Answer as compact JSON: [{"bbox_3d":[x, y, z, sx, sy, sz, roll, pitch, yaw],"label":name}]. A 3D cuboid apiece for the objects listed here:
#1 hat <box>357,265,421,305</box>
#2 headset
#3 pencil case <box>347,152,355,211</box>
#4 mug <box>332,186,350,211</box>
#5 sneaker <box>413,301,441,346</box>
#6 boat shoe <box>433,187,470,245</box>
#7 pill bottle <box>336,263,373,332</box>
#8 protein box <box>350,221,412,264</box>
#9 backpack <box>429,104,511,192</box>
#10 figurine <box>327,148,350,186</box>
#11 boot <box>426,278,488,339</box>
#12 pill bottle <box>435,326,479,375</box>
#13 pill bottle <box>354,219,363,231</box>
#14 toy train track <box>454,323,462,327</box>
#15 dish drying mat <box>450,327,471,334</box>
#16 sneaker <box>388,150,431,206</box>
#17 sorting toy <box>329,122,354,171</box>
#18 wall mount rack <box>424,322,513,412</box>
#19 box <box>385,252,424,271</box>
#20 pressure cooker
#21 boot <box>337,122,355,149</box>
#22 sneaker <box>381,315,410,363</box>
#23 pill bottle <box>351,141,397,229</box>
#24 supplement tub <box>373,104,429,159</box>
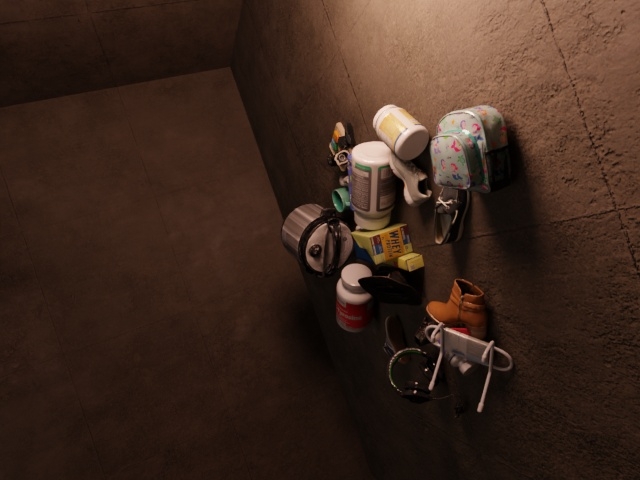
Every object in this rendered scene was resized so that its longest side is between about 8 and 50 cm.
[{"bbox_3d":[0.348,0.201,2.030,0.331,0.332,0.133,119,171,-65],"label":"hat"},{"bbox_3d":[0.510,0.694,2.016,0.394,0.243,0.185,30,164,37],"label":"headset"},{"bbox_3d":[0.201,-0.282,2.059,0.133,0.119,0.306,30,137,44],"label":"pencil case"},{"bbox_3d":[0.144,-0.222,2.311,0.157,0.097,0.129,59,157,30],"label":"mug"},{"bbox_3d":[0.489,0.392,1.902,0.083,0.118,0.222,38,143,58],"label":"sneaker"},{"bbox_3d":[0.469,-0.113,1.518,0.114,0.091,0.302,42,146,54],"label":"boat shoe"},{"bbox_3d":[0.207,0.340,2.469,0.229,0.229,0.407,53,154,42],"label":"pill bottle"},{"bbox_3d":[0.287,0.007,1.969,0.200,0.201,0.135,18,124,67],"label":"protein box"},{"bbox_3d":[0.455,-0.278,1.278,0.225,0.191,0.253,-151,51,-64],"label":"backpack"},{"bbox_3d":[0.121,-0.372,2.215,0.214,0.092,0.209,59,169,-14],"label":"figurine"},{"bbox_3d":[0.529,0.248,1.643,0.283,0.109,0.220,32,144,53],"label":"boot"},{"bbox_3d":[0.574,0.465,1.750,0.186,0.112,0.112,54,155,39],"label":"pill bottle"},{"bbox_3d":[0.246,-0.047,2.181,0.180,0.108,0.108,70,161,5],"label":"pill bottle"},{"bbox_3d":[0.583,0.349,1.767,0.048,0.014,0.083,51,159,30],"label":"toy train track"},{"bbox_3d":[0.548,0.357,1.631,0.032,0.008,0.083,54,152,-12],"label":"dish drying mat"},{"bbox_3d":[0.371,-0.270,1.665,0.262,0.099,0.121,64,154,-3],"label":"sneaker"},{"bbox_3d":[0.106,-0.499,2.244,0.193,0.038,0.208,66,160,16],"label":"sorting toy"},{"bbox_3d":[0.547,0.485,1.622,0.350,0.130,0.304,16,129,36],"label":"wall mount rack"},{"bbox_3d":[0.382,0.088,1.964,0.232,0.087,0.058,18,125,66],"label":"box"},{"bbox_3d":[-0.005,0.002,2.486,0.370,0.375,0.420,49,172,-34],"label":"pressure cooker"},{"bbox_3d":[0.125,-0.527,2.113,0.099,0.045,0.121,-3,102,56],"label":"boot"},{"bbox_3d":[0.398,0.546,2.338,0.153,0.099,0.282,3,113,68],"label":"sneaker"},{"bbox_3d":[0.238,-0.239,1.868,0.204,0.204,0.361,51,152,46],"label":"pill bottle"},{"bbox_3d":[0.305,-0.419,1.602,0.199,0.144,0.144,57,157,36],"label":"supplement tub"}]
